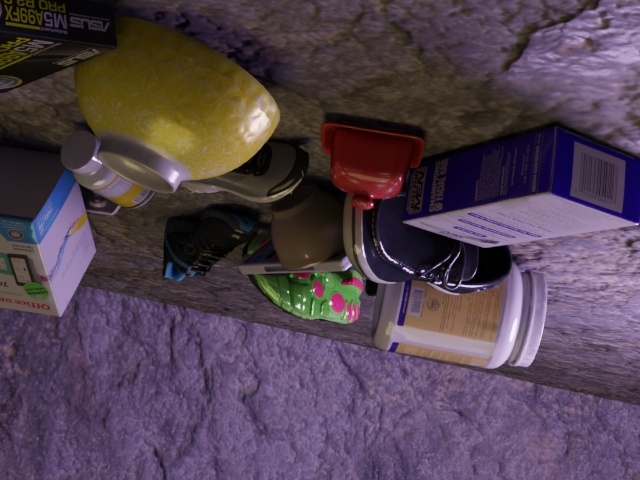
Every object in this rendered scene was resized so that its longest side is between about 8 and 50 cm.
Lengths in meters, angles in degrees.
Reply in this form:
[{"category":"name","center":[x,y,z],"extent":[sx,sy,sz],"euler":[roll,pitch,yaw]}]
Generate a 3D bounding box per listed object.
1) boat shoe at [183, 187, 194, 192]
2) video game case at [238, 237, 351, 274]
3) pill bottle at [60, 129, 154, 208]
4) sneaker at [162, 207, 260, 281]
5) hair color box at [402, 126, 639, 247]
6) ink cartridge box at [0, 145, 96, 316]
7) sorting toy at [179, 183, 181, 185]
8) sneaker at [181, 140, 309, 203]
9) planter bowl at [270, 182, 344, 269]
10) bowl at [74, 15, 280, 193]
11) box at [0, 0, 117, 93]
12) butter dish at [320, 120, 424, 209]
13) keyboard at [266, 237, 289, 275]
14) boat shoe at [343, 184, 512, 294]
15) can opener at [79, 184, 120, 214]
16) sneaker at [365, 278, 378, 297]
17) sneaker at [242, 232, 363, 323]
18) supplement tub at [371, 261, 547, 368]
[{"category":"boat shoe","center":[-0.234,-0.115,1.953],"extent":[0.063,0.059,0.170],"euler":[0,163,37]},{"category":"video game case","center":[0.000,0.000,2.041],"extent":[0.285,0.204,0.025],"euler":[-3,119,45]},{"category":"pill bottle","center":[-0.378,-0.130,1.902],"extent":[0.103,0.103,0.184],"euler":[3,165,26]},{"category":"sneaker","center":[-0.243,0.015,2.339],"extent":[0.125,0.139,0.341],"euler":[20,163,-29]},{"category":"hair color box","center":[0.302,-0.073,1.632],"extent":[0.185,0.110,0.339],"euler":[16,164,-31]},{"category":"ink cartridge box","center":[-0.589,-0.019,2.096],"extent":[0.198,0.197,0.270],"euler":[7,136,10]},{"category":"sorting toy","center":[-0.264,-0.116,2.076],"extent":[0.083,0.012,0.062],"euler":[5,166,23]},{"category":"sneaker","center":[-0.145,-0.126,1.764],"extent":[0.272,0.100,0.108],"euler":[3,160,27]},{"category":"planter bowl","center":[-0.027,-0.037,1.955],"extent":[0.162,0.162,0.109],"euler":[-4,123,46]},{"category":"bowl","center":[-0.216,-0.157,1.432],"extent":[0.290,0.156,0.289],"euler":[21,164,6]},{"category":"box","center":[-0.422,-0.247,1.323],"extent":[0.270,0.060,0.216],"euler":[-9,175,41]},{"category":"butter dish","center":[0.073,-0.105,1.638],"extent":[0.160,0.118,0.160],"euler":[9,166,3]},{"category":"keyboard","center":[-0.071,0.006,2.179],"extent":[0.100,0.192,0.038],"euler":[-1,120,25]},{"category":"boat shoe","center":[0.195,-0.002,1.873],"extent":[0.156,0.186,0.500],"euler":[-5,166,32]},{"category":"can opener","center":[-0.533,-0.099,2.213],"extent":[0.284,0.076,0.095],"euler":[8,166,13]},{"category":"sneaker","center":[0.189,0.095,2.472],"extent":[0.097,0.084,0.235],"euler":[15,166,-25]},{"category":"sneaker","center":[-0.067,0.107,2.502],"extent":[0.202,0.185,0.483],"euler":[-1,162,25]},{"category":"supplement tub","center":[0.288,0.139,2.244],"extent":[0.331,0.241,0.241],"euler":[10,167,-2]}]
